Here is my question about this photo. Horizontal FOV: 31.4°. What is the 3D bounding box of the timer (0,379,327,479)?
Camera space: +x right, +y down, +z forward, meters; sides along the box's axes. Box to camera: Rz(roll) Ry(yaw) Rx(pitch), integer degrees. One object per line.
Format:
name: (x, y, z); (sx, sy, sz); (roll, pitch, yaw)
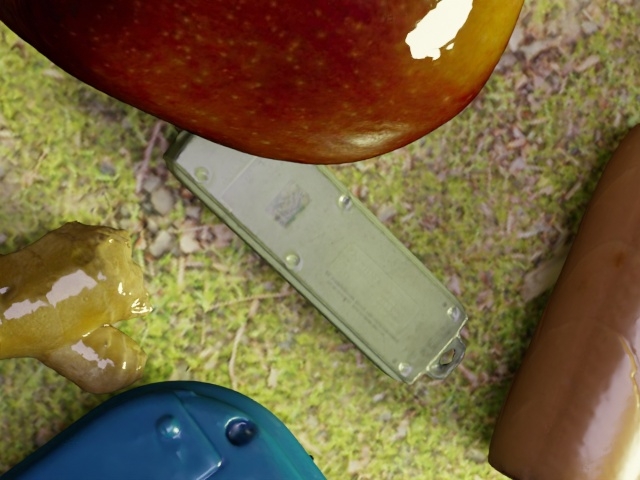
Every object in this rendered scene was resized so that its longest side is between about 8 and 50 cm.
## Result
timer: (-0.116, 0.273, 0.724); (0.340, 0.115, 0.309); (-36, 75, -9)

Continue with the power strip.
power strip: (0.000, 0.000, 0.809); (0.272, 0.052, 0.078); (44, 85, -19)

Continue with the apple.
apple: (-0.026, -0.186, 0.640); (0.317, 0.288, 0.288); (4, 98, -42)

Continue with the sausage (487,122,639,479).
sausage: (0.230, 0.055, 0.847); (0.121, 0.121, 0.304); (23, 91, -18)

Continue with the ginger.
ginger: (-0.259, 0.046, 0.736); (0.299, 0.065, 0.118); (0, 92, -13)
